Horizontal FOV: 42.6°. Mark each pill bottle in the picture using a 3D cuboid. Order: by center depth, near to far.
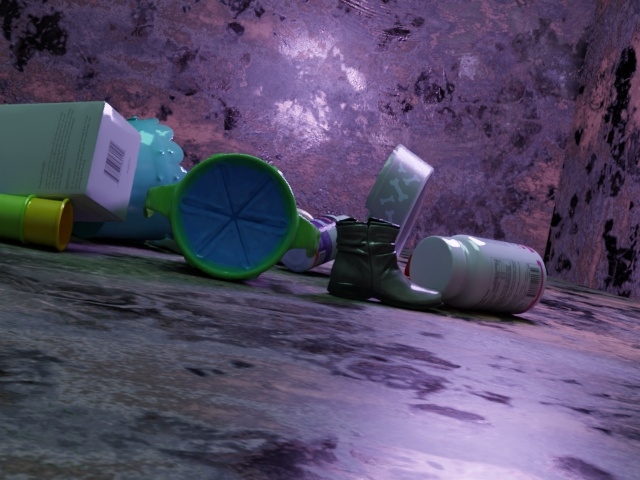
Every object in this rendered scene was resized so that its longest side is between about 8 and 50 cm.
[{"bbox_3d":[0.342,0.073,1.791,0.283,0.160,0.160,9,4,-35],"label":"pill bottle"},{"bbox_3d":[0.000,0.000,1.931,0.108,0.108,0.193,13,22,37],"label":"pill bottle"}]

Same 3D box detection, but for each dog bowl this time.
[{"bbox_3d":[0.166,-0.052,1.970,0.102,0.349,0.349,25,6,9],"label":"dog bowl"}]

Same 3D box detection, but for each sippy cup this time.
[{"bbox_3d":[-0.170,-0.034,1.594,0.305,0.240,0.224,49,-10,-1],"label":"sippy cup"}]

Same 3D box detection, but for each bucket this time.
[{"bbox_3d":[-0.438,-0.128,1.774,0.281,0.281,0.183,14,13,42],"label":"bucket"}]

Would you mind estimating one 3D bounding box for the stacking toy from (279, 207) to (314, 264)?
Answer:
[{"bbox_3d":[-0.127,-0.011,2.128,0.141,0.141,0.330,9,-3,-24],"label":"stacking toy"}]

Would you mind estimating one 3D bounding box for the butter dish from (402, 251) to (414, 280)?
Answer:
[{"bbox_3d":[0.298,0.062,2.209,0.159,0.118,0.160,11,3,-5],"label":"butter dish"}]

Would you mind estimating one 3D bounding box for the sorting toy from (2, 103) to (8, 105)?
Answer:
[{"bbox_3d":[-0.624,-0.156,1.735,0.208,0.193,0.038,36,18,6],"label":"sorting toy"}]

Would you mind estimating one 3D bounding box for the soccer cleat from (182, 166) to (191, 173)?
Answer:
[{"bbox_3d":[-0.239,-0.100,2.022,0.289,0.093,0.121,13,28,-24],"label":"soccer cleat"}]

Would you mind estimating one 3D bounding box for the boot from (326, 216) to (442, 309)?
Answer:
[{"bbox_3d":[0.137,0.043,1.603,0.246,0.161,0.083,10,4,-14],"label":"boot"}]

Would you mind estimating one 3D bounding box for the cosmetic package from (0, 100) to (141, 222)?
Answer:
[{"bbox_3d":[-0.554,-0.149,1.576,0.365,0.197,0.155,2,-18,18],"label":"cosmetic package"}]

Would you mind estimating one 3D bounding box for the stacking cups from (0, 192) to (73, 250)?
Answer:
[{"bbox_3d":[-0.603,-0.043,1.442,0.316,0.096,0.096,6,3,-1],"label":"stacking cups"}]

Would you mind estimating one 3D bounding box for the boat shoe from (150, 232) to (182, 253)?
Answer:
[{"bbox_3d":[-0.320,-0.010,1.861,0.081,0.079,0.227,17,4,-41],"label":"boat shoe"}]
